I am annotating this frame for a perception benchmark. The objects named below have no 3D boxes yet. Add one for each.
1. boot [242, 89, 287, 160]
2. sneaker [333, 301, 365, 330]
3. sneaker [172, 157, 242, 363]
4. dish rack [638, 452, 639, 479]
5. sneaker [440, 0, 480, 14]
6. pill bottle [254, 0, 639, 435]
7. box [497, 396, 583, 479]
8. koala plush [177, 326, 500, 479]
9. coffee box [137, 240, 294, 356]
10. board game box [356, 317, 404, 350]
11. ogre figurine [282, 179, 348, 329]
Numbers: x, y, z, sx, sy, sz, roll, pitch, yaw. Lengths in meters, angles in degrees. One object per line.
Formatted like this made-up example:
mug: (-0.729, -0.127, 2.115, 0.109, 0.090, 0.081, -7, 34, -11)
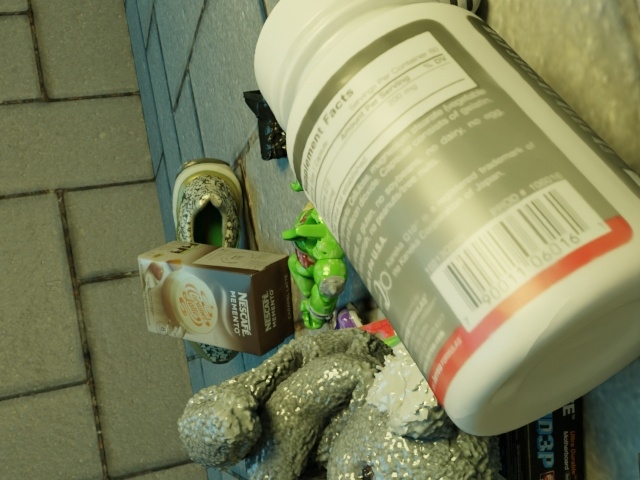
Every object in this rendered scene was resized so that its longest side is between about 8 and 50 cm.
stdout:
boot: (-0.081, -0.175, 1.127, 0.121, 0.045, 0.099, -145, 46, -64)
sneaker: (0.021, 0.147, 0.927, 0.068, 0.071, 0.170, -117, 26, -42)
sneaker: (-0.212, 0.063, 1.400, 0.182, 0.158, 0.410, -111, 17, -69)
dish rack: (0.236, 0.200, 0.319, 0.208, 0.074, 0.271, 171, 92, -70)
sneaker: (0.054, -0.208, 0.649, 0.223, 0.083, 0.098, -120, 23, -46)
pill bottle: (0.078, -0.041, 0.467, 0.283, 0.161, 0.161, 58, 152, 32)
box: (0.137, 0.136, 0.607, 0.175, 0.051, 0.220, -157, 60, -68)
koala plush: (0.046, 0.153, 0.558, 0.221, 0.203, 0.196, -15, 107, 57)
coffee box: (-0.173, 0.089, 1.238, 0.246, 0.098, 0.141, 6, 109, 33)
board game box: (0.069, 0.211, 0.761, 0.124, 0.039, 0.259, -22, 70, 26)
ogre figurine: (0.000, 0.000, 0.870, 0.118, 0.097, 0.197, 153, 135, -74)
